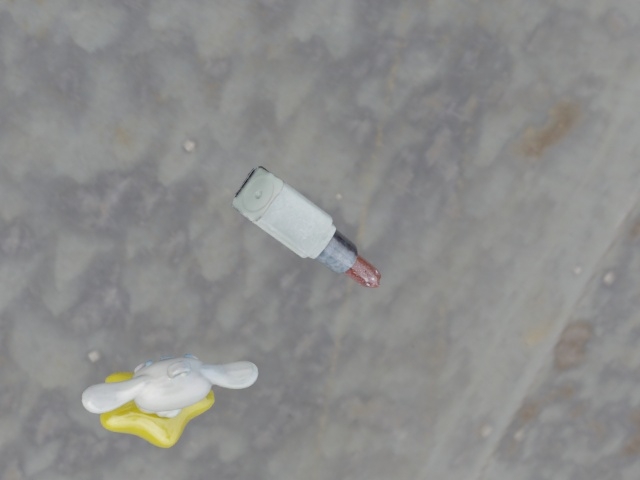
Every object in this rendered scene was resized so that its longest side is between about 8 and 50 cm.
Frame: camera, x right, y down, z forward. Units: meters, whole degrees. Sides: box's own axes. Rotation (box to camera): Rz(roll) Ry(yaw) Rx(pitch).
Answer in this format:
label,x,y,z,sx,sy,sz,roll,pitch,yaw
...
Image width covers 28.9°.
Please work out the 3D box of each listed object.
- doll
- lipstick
label,x,y,z,sx,sy,sz,roll,pitch,yaw
doll,-0.130,0.124,0.989,0.135,0.072,0.113,3,154,-46
lipstick,0.000,0.000,0.628,0.025,0.025,0.107,-54,134,-1
